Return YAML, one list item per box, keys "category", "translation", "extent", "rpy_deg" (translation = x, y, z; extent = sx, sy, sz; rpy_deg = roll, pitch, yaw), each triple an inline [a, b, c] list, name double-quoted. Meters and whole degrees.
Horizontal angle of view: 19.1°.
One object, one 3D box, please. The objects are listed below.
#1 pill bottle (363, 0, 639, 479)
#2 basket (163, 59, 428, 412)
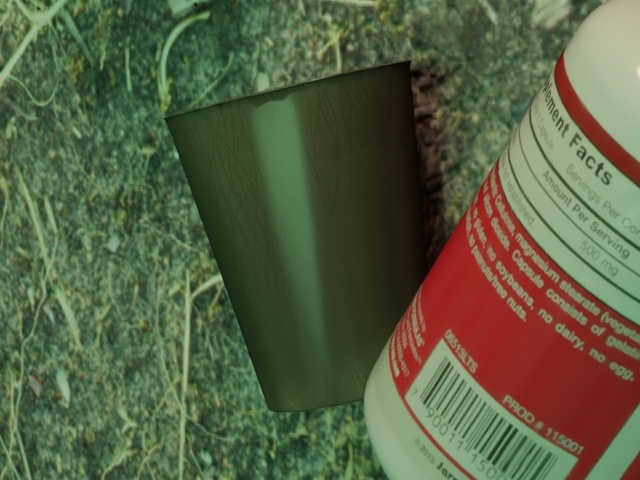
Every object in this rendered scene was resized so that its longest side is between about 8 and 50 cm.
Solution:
- category: "pill bottle"
  translation: [0.210, 0.000, 1.151]
  extent: [0.229, 0.229, 0.408]
  rpy_deg: [44, 122, 25]
- category: "basket"
  translation: [0.000, 0.000, 1.379]
  extent: [0.204, 0.154, 0.227]
  rpy_deg: [-11, 94, 42]
